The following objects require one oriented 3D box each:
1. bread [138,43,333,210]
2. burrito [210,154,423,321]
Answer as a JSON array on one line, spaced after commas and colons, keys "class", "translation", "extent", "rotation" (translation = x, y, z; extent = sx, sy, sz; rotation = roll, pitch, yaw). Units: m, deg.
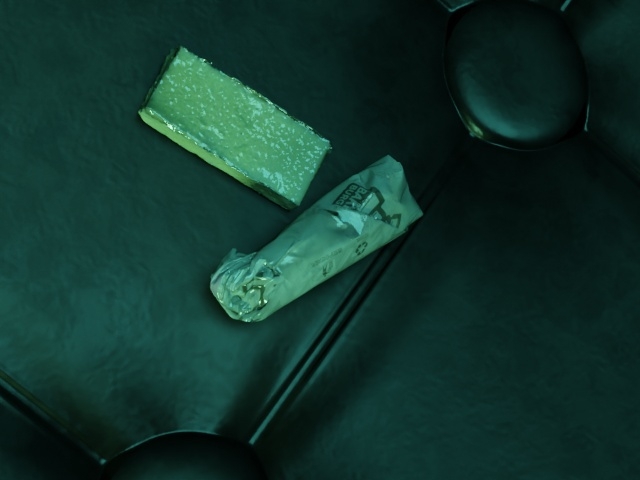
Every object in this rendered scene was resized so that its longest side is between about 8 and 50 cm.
[{"class": "bread", "translation": [-0.068, -0.089, 1.072], "extent": [0.153, 0.028, 0.068], "rotation": [31, 67, -12]}, {"class": "burrito", "translation": [0.000, -0.001, 1.058], "extent": [0.203, 0.064, 0.064], "rotation": [-31, 88, -26]}]
